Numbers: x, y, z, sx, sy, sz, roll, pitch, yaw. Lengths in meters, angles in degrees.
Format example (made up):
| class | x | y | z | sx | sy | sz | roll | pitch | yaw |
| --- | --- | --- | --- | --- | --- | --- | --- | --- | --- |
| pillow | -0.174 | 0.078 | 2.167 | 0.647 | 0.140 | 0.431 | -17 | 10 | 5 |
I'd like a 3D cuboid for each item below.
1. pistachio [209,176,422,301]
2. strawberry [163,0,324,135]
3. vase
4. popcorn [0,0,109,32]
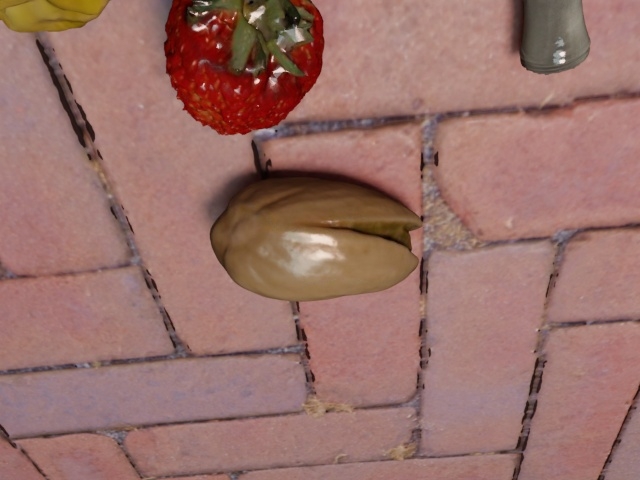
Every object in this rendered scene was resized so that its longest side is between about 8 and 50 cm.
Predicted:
| class | x | y | z | sx | sy | sz | roll | pitch | yaw |
| --- | --- | --- | --- | --- | --- | --- | --- | --- | --- |
| pistachio | 0.000 | 0.000 | 0.577 | 0.225 | 0.136 | 0.136 | 3 | 130 | -14 |
| strawberry | -0.063 | -0.151 | 0.458 | 0.131 | 0.148 | 0.131 | 0 | 89 | -13 |
| vase | 0.171 | -0.231 | 0.413 | 0.086 | 0.086 | 0.214 | -16 | 134 | 11 |
| popcorn | -0.146 | -0.252 | 0.300 | 0.286 | 0.215 | 0.252 | -17 | 97 | 10 |
